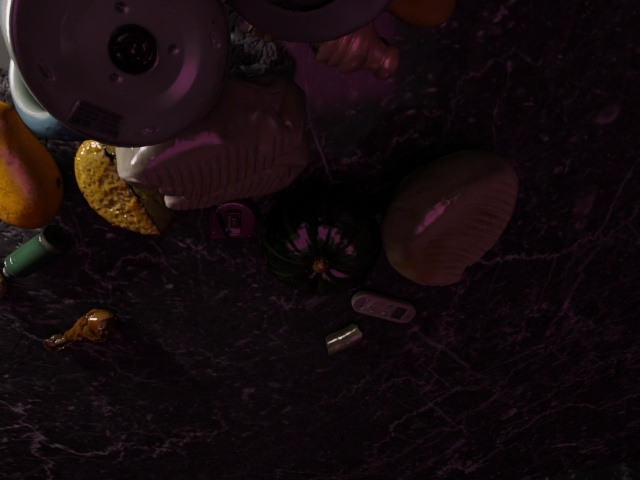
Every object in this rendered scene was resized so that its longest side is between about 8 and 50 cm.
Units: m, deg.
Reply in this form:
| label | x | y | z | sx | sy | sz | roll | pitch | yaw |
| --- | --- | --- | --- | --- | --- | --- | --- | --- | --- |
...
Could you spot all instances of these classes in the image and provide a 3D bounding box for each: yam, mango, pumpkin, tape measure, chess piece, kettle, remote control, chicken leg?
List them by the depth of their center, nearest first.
| label | x | y | z | sx | sy | sz | roll | pitch | yaw |
| --- | --- | --- | --- | --- | --- | --- | --- | --- | --- |
| kettle | -0.334 | -0.293 | 0.580 | 0.319 | 0.342 | 0.247 | -49 | 147 | 8 |
| chess piece | 0.026 | -0.415 | 0.815 | 0.307 | 0.124 | 0.139 | 17 | 88 | -23 |
| mango | -0.657 | -0.158 | 0.888 | 0.177 | 0.120 | 0.295 | 4 | 123 | -1 |
| pumpkin | 0.000 | 0.000 | 1.039 | 0.300 | 0.207 | 0.300 | 2 | 136 | 2 |
| tape measure | -0.220 | -0.056 | 1.043 | 0.118 | 0.074 | 0.125 | -1 | 127 | -8 |
| chicken leg | -0.696 | 0.269 | 1.207 | 0.251 | 0.087 | 0.107 | -21 | 107 | 14 |
| remote control | 0.198 | 0.207 | 1.305 | 0.221 | 0.042 | 0.078 | 17 | 120 | -20 |
| yam | 0.076 | 0.323 | 1.355 | 0.146 | 0.070 | 0.070 | -29 | 123 | 11 |

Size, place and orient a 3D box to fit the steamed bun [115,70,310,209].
| label | x | y | z | sx | sy | sz | roll | pitch | yaw |
| --- | --- | --- | --- | --- | --- | --- | --- | --- | --- |
| steamed bun | -0.213 | -0.221 | 0.807 | 0.367 | 0.255 | 0.342 | -19 | 170 | -18 |

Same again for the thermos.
| label | x | y | z | sx | sy | sz | roll | pitch | yaw |
| --- | --- | --- | --- | --- | --- | --- | --- | --- | --- |
| thermos | -0.720 | 0.035 | 1.046 | 0.187 | 0.083 | 0.073 | -29 | 102 | 14 |

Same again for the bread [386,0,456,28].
| label | x | y | z | sx | sy | sz | roll | pitch | yaw |
| --- | --- | --- | --- | --- | --- | --- | --- | --- | --- |
| bread | 0.103 | -0.556 | 0.677 | 0.424 | 0.329 | 0.245 | 19 | 161 | -20 |

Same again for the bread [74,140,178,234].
| label | x | y | z | sx | sy | sz | roll | pitch | yaw |
| --- | --- | --- | --- | --- | --- | --- | --- | --- | --- |
| bread | -0.442 | -0.130 | 0.915 | 0.147 | 0.160 | 0.261 | -13 | 132 | 8 |

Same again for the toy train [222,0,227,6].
| label | x | y | z | sx | sy | sz | roll | pitch | yaw |
| --- | --- | --- | --- | --- | --- | --- | --- | --- | --- |
| toy train | -0.199 | -0.522 | 0.645 | 0.131 | 0.202 | 0.300 | -9 | 127 | 1 |

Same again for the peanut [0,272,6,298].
| label | x | y | z | sx | sy | sz | roll | pitch | yaw |
| --- | --- | --- | --- | --- | --- | --- | --- | --- | --- |
| peanut | -0.898 | 0.061 | 1.014 | 0.117 | 0.101 | 0.263 | -31 | 125 | -10 |

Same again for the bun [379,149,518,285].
| label | x | y | z | sx | sy | sz | roll | pitch | yaw |
| --- | --- | --- | --- | --- | --- | --- | --- | --- | --- |
| bun | 0.293 | -0.070 | 1.004 | 0.365 | 0.219 | 0.365 | -22 | 138 | -21 |

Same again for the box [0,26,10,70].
| label | x | y | z | sx | sy | sz | roll | pitch | yaw |
| --- | --- | --- | --- | --- | --- | --- | --- | --- | --- |
| box | -0.523 | -0.373 | 0.747 | 0.210 | 0.129 | 0.148 | 11 | 123 | -17 |

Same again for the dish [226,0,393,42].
| label | x | y | z | sx | sy | sz | roll | pitch | yaw |
| --- | --- | --- | --- | --- | --- | --- | --- | --- | --- |
| dish | -0.027 | -0.395 | 0.513 | 0.324 | 0.124 | 0.324 | 5 | 136 | 5 |
